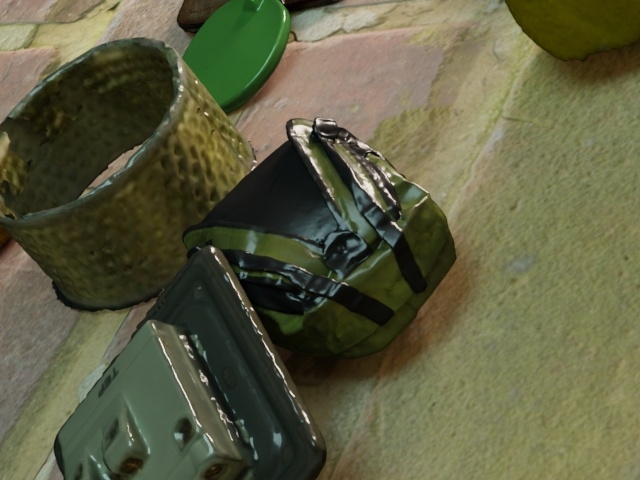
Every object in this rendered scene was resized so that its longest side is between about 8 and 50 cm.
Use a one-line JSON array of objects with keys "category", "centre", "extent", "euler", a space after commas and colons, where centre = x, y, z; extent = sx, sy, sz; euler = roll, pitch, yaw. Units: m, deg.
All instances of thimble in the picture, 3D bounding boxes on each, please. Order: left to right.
[{"category": "thimble", "centre": [-0.216, -0.071, 1.509], "extent": [0.270, 0.150, 0.271], "euler": [-21, 40, 19]}]

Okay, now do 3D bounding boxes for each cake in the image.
[{"category": "cake", "centre": [0.292, -0.280, 1.327], "extent": [0.260, 0.156, 0.179], "euler": [-16, 29, 18]}]

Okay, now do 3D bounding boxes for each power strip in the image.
[{"category": "power strip", "centre": [-0.133, 0.165, 1.177], "extent": [0.257, 0.092, 0.251], "euler": [-52, 39, 19]}]

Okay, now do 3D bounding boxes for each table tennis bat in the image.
[{"category": "table tennis bat", "centre": [-0.083, -0.253, 1.662], "extent": [0.160, 0.039, 0.257], "euler": [13, 73, 46]}]

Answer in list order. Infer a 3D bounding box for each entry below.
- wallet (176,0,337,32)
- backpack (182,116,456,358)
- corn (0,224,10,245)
[{"category": "wallet", "centre": [-0.058, -0.317, 1.734], "extent": [0.255, 0.031, 0.137], "euler": [-10, 49, 33]}, {"category": "backpack", "centre": [0.000, 0.000, 1.276], "extent": [0.207, 0.140, 0.253], "euler": [-47, 35, -7]}, {"category": "corn", "centre": [-0.410, 0.000, 1.656], "extent": [0.207, 0.068, 0.068], "euler": [-45, 38, -9]}]
